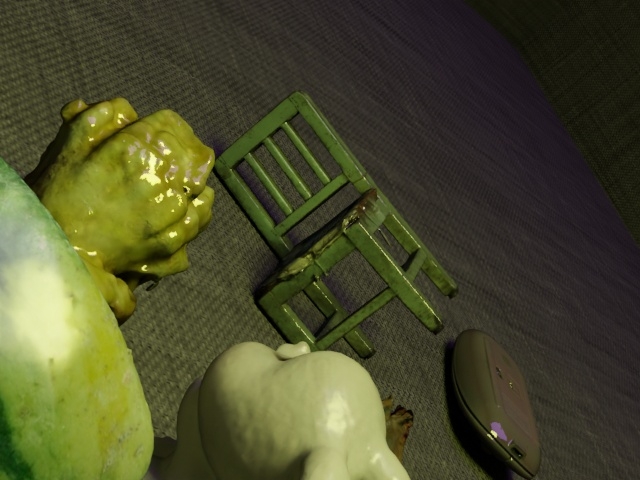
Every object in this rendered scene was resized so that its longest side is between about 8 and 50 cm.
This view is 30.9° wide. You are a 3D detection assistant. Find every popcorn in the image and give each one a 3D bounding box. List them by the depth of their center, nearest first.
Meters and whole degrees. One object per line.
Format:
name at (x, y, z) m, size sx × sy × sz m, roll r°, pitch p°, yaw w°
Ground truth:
popcorn at (-0.173, -0.011, 0.824) m, size 0.195 × 0.168 × 0.174 m, roll -49°, pitch 116°, yaw -30°

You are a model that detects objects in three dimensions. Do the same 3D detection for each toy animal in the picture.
toy animal at (-0.038, 0.167, 0.752) m, size 0.127 × 0.193 × 0.179 m, roll 29°, pitch 39°, yaw -43°

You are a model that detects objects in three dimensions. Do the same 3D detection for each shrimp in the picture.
shrimp at (0.039, 0.165, 1.066) m, size 0.117 × 0.066 × 0.262 m, roll 52°, pitch 20°, yaw 1°

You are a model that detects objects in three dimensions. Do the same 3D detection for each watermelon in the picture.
watermelon at (-0.233, 0.099, 0.569) m, size 0.261 × 0.201 × 0.213 m, roll -40°, pitch 94°, yaw -26°

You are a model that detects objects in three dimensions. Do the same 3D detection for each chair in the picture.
chair at (0.000, 0.000, 1.150) m, size 0.270 × 0.136 × 0.147 m, roll 52°, pitch 20°, yaw -2°

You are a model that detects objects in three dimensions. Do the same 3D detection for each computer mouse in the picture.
computer mouse at (0.204, 0.191, 1.363) m, size 0.120 × 0.057 × 0.232 m, roll 44°, pitch 20°, yaw -19°
